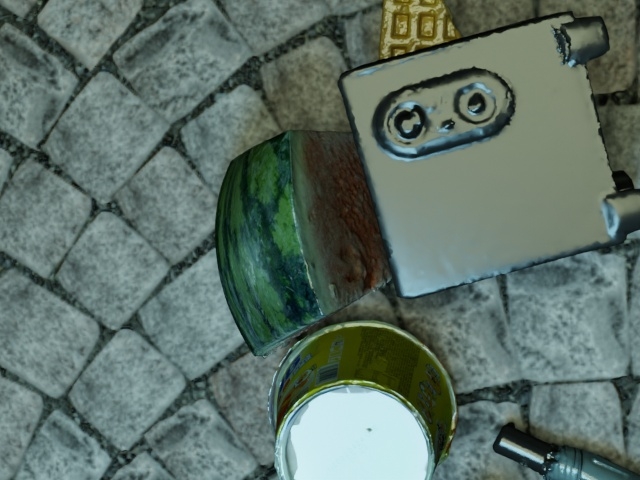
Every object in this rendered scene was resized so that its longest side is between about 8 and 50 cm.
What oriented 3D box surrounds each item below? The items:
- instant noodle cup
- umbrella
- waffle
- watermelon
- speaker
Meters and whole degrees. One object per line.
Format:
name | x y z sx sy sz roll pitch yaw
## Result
instant noodle cup | 0.040 0.193 1.531 0.205 0.153 0.205 1 101 5
umbrella | 0.296 0.256 1.547 0.250 0.053 0.052 24 98 9
waffle | 0.123 -0.256 1.565 0.125 0.032 0.191 6 96 13
watermelon | 0.000 0.000 1.534 0.201 0.261 0.213 -12 87 -16
speaker | 0.173 -0.088 1.471 0.254 0.184 0.232 -14 98 9
